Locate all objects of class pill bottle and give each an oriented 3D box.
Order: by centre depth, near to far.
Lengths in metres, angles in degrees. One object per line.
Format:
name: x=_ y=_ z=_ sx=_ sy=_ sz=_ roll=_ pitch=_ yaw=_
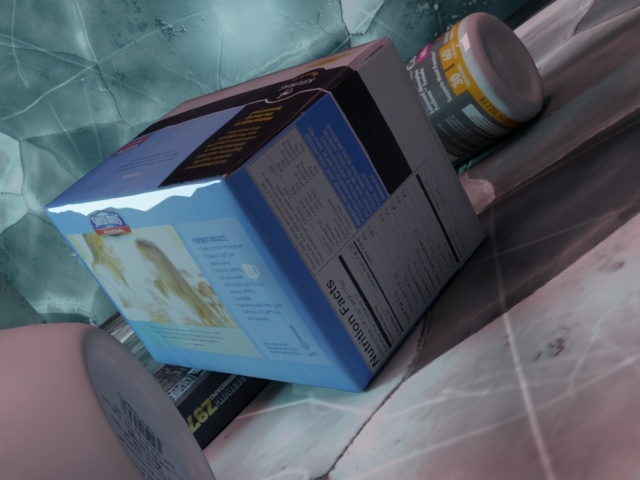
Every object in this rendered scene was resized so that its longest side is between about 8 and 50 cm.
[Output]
pill bottle: x=0.156 y=-0.177 z=1.126 sx=0.278 sy=0.162 sz=0.162 roll=-32 pitch=12 yaw=39

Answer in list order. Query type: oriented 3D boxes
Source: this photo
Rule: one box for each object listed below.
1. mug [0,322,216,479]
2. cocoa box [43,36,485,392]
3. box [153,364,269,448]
mug: x=-0.259 y=0.169 z=0.472 sx=0.328 sy=0.374 sz=0.276 roll=-33 pitch=14 yaw=-3
cocoa box: x=-0.064 y=-0.018 z=0.804 sx=0.347 sy=0.231 sz=0.228 roll=-4 pitch=35 yaw=49
box: x=-0.165 y=0.191 z=0.949 sx=0.183 sy=0.059 sz=0.233 roll=-43 pitch=11 yaw=-21
